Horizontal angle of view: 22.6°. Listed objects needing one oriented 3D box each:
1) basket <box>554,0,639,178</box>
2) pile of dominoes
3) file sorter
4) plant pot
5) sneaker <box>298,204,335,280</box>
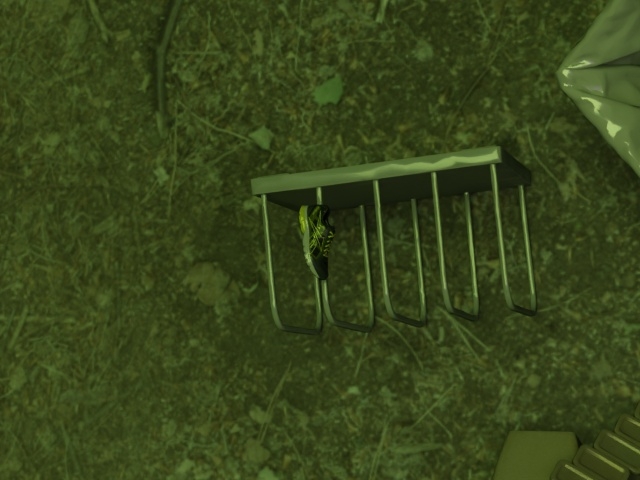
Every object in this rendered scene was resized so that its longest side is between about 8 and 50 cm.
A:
[{"bbox_3d":[0.486,-0.170,1.593,0.331,0.266,0.328,51,122,19],"label":"basket"},{"bbox_3d":[0.381,0.258,1.679,0.251,0.040,0.196,-32,67,-26],"label":"pile of dominoes"},{"bbox_3d":[0.089,0.008,1.778,0.277,0.193,0.173,-6,82,16],"label":"file sorter"},{"bbox_3d":[0.243,0.261,1.735,0.109,0.109,0.096,-2,70,17],"label":"plant pot"},{"bbox_3d":[0.000,0.000,1.690,0.035,0.031,0.083,-14,83,15],"label":"sneaker"}]
